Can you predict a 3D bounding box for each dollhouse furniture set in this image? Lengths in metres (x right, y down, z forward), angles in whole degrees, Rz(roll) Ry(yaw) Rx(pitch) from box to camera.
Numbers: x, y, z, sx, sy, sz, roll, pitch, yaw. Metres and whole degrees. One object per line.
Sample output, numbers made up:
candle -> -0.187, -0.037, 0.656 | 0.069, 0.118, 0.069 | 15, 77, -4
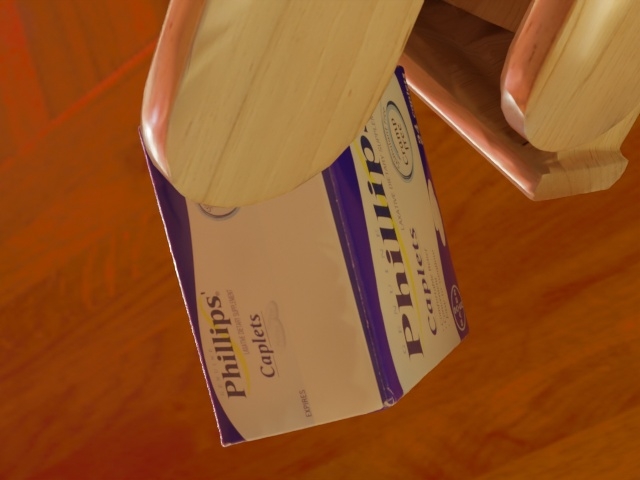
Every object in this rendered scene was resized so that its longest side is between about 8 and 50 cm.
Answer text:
dollhouse furniture set -> -0.008, -0.152, 0.537 | 0.362, 0.394, 0.256 | 46, 128, 32

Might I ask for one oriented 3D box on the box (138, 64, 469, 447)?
box -> 0.000, 0.000, 0.572 | 0.072, 0.137, 0.126 | -13, 94, 20
